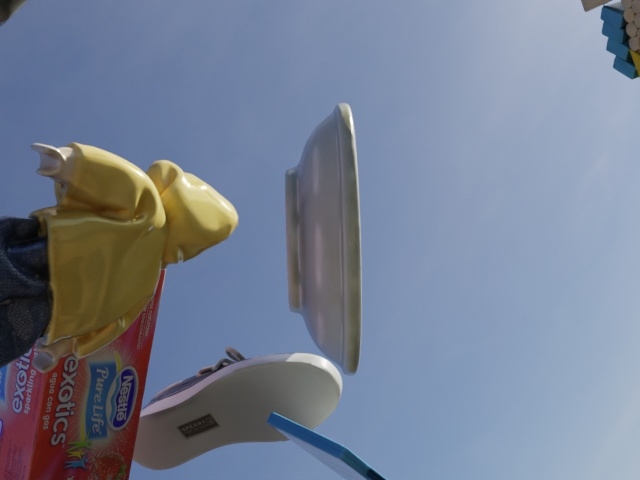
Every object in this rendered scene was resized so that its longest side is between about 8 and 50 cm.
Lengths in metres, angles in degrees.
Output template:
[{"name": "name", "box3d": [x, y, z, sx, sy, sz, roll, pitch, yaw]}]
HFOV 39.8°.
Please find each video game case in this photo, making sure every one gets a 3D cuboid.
[{"name": "video game case", "box3d": [0.031, 0.240, 0.933, 0.166, 0.119, 0.015, 45, -111, -37]}]

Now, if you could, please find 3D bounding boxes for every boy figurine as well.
[{"name": "boy figurine", "box3d": [-0.173, 0.004, 0.626, 0.285, 0.092, 0.177, -32, -42, -44]}]

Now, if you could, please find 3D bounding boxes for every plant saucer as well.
[{"name": "plant saucer", "box3d": [0.000, 0.000, 1.308, 0.101, 0.400, 0.400, -2, -39, -1]}]

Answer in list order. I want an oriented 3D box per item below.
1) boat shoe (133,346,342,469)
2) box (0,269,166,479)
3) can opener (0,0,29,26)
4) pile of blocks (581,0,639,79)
[{"name": "boat shoe", "box3d": [-0.102, 0.193, 1.081, 0.306, 0.113, 0.105, -29, 16, 27]}, {"name": "box", "box3d": [-0.295, 0.153, 0.978, 0.142, 0.154, 0.299, 6, -86, -54]}, {"name": "can opener", "box3d": [-0.315, -0.329, 0.987, 0.076, 0.095, 0.283, 49, -133, -25]}, {"name": "pile of blocks", "box3d": [0.469, -0.348, 1.260, 0.113, 0.362, 0.149, -21, 7, -22]}]
